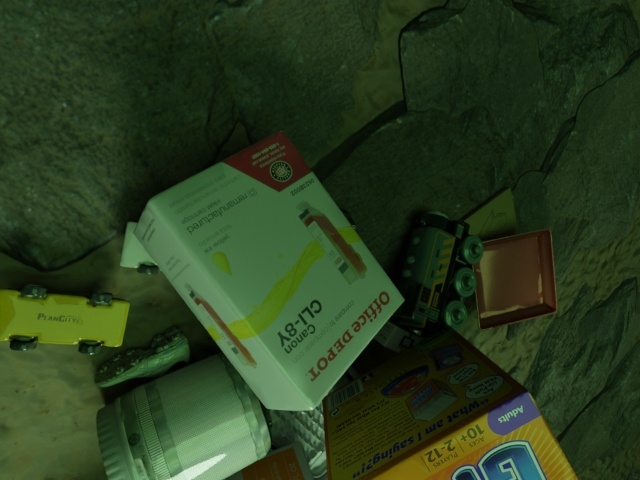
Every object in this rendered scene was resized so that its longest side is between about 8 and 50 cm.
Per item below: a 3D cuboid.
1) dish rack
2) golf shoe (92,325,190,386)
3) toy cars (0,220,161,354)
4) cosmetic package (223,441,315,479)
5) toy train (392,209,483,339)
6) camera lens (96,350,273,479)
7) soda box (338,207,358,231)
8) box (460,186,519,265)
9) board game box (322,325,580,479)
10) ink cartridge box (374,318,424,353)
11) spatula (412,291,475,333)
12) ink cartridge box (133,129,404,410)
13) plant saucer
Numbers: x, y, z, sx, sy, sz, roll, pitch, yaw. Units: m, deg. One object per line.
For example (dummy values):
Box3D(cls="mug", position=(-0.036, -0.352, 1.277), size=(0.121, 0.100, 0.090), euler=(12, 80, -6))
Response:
Box3D(cls="dish rack", position=(-0.007, 0.436, 1.022), size=(0.286, 0.072, 0.332), euler=(-42, 120, -12))
Box3D(cls="golf shoe", position=(-0.336, 0.246, 0.790), size=(0.176, 0.069, 0.085), euler=(-24, 120, -21))
Box3D(cls="toy cars", position=(-0.348, 0.072, 0.726), size=(0.394, 0.087, 0.176), euler=(-34, 106, -23))
Box3D(cls="cosmetic package", position=(-0.212, 0.617, 0.820), size=(0.454, 0.230, 0.161), euler=(-14, 112, -16))
Box3D(cls="toy train", position=(0.290, 0.086, 1.040), size=(0.190, 0.142, 0.333), euler=(24, 77, -25))
Box3D(cls="camera lens", position=(-0.245, 0.354, 0.777), size=(0.275, 0.219, 0.219), euler=(-19, 112, -24))
Box3D(cls="soda box", position=(0.000, 0.000, 0.918), size=(0.169, 0.053, 0.060), euler=(-41, 119, -15))
Box3D(cls="box", position=(0.505, -0.040, 1.213), size=(0.201, 0.021, 0.164), euler=(-33, 117, -19))
Box3D(cls="board game box", position=(0.247, 0.450, 0.810), size=(0.357, 0.356, 0.356), euler=(-30, 94, 1))
Box3D(cls="ink cartridge box", position=(0.184, 0.241, 1.059), size=(0.180, 0.104, 0.060), euler=(30, 90, -31))
Box3D(cls="spatula", position=(0.369, 0.196, 1.201), size=(0.168, 0.019, 0.241), euler=(29, 88, -33))
Box3D(cls="ink cartridge box", position=(-0.075, 0.049, 0.708), size=(0.279, 0.160, 0.384), euler=(-39, 96, -36))
Box3D(cls="plant saucer", position=(0.554, 0.109, 1.191), size=(0.259, 0.048, 0.258), euler=(-11, 99, -10))
